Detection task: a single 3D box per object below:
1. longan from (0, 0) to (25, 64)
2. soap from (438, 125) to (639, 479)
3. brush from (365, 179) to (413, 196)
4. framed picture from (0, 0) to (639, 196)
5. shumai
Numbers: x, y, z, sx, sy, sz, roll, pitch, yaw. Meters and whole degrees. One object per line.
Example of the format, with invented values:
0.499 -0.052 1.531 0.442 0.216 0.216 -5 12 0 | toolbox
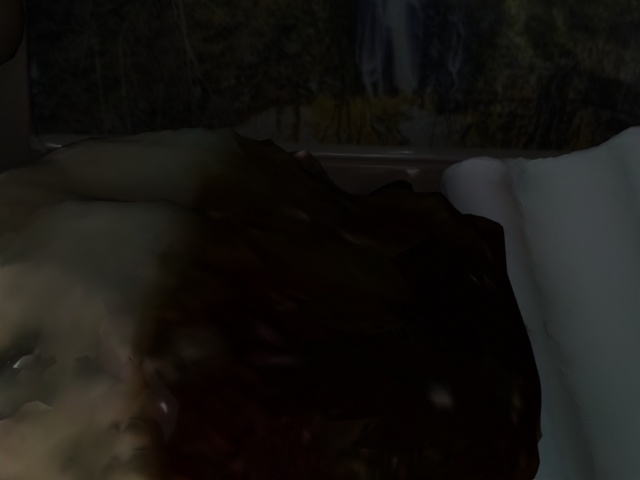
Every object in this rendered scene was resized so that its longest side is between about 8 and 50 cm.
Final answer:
-0.195 -0.071 0.562 0.204 0.159 0.185 -3 105 -15 | longan
0.098 0.110 0.576 0.094 0.261 0.150 -11 152 1 | soap
0.000 0.000 0.657 0.083 0.008 0.024 -30 116 27 | brush
0.043 -0.117 0.600 0.324 0.020 0.240 3 121 -2 | framed picture
-0.069 0.064 0.539 0.309 0.304 0.263 19 116 -42 | shumai
